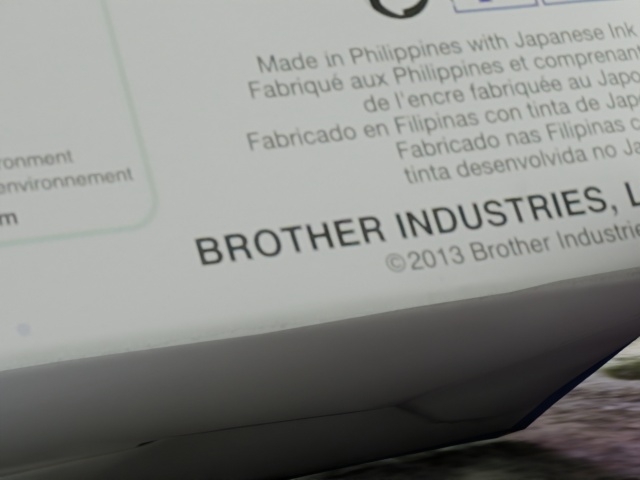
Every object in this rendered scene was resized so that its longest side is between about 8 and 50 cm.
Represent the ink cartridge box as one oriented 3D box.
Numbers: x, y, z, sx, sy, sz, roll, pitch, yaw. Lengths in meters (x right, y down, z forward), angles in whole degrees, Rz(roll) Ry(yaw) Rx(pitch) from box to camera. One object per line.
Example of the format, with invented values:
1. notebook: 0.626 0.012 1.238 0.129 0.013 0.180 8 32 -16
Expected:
1. ink cartridge box: -0.090 -0.130 0.480 0.270 0.395 0.151 -7 -19 -25
